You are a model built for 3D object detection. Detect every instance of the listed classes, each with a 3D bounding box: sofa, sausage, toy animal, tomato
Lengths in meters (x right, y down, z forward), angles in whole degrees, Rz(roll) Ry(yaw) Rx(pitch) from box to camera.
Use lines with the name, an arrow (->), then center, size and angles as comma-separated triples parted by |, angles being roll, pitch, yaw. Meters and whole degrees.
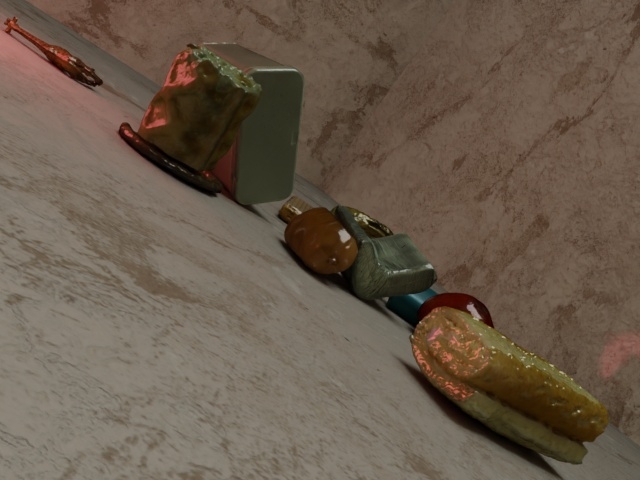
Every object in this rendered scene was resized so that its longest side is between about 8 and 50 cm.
sofa -> 0.157, 0.021, 1.853 | 0.225, 0.176, 0.210 | -5, 29, -14
sausage -> 0.001, 0.000, 1.741 | 0.120, 0.136, 0.241 | 58, -8, -28
toy animal -> -0.700, -0.492, 1.959 | 0.275, 0.054, 0.149 | 30, 6, -36
tomato -> 0.365, 0.218, 1.866 | 0.233, 0.140, 0.200 | 39, 29, -1

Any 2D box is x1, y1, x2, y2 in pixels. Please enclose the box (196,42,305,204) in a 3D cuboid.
box -> -0.213, -0.323, 1.967 | 0.177, 0.352, 0.344 | -10, 31, -31

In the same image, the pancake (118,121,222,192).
pancake -> -0.349, -0.195, 1.746 | 0.288, 0.033, 0.286 | 32, 8, -31

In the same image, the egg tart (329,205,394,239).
egg tart -> 0.106, -0.019, 2.152 | 0.278, 0.095, 0.279 | 18, -21, 7

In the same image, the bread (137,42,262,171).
bread -> -0.272, -0.292, 1.669 | 0.196, 0.252, 0.238 | 40, 11, 4

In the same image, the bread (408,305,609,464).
bread -> 0.358, 0.281, 1.447 | 0.375, 0.165, 0.236 | 31, 6, -31

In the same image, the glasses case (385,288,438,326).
glasses case -> 0.327, 0.208, 2.014 | 0.301, 0.070, 0.117 | 34, 45, -6

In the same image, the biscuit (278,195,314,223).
biscuit -> -0.074, -0.090, 2.331 | 0.094, 0.054, 0.379 | 35, 7, -3
